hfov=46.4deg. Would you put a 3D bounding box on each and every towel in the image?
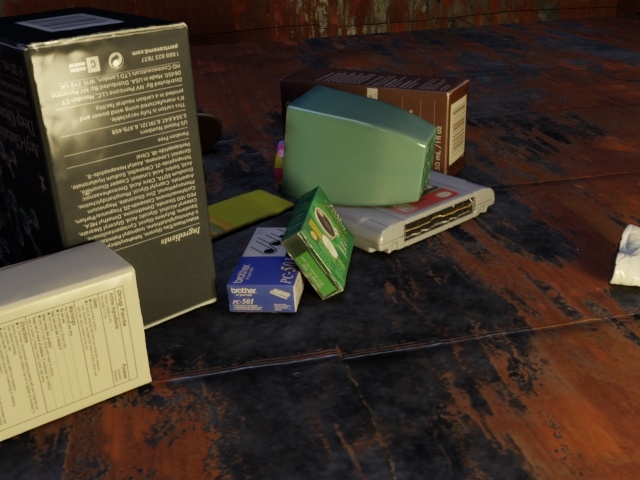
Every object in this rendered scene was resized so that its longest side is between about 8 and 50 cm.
[{"bbox_3d":[-0.165,-0.041,1.351,0.102,0.021,0.237,26,35,37],"label":"towel"}]

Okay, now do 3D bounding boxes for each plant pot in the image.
[{"bbox_3d":[0.073,-0.154,1.291,0.234,0.165,0.165,13,27,15],"label":"plant pot"}]

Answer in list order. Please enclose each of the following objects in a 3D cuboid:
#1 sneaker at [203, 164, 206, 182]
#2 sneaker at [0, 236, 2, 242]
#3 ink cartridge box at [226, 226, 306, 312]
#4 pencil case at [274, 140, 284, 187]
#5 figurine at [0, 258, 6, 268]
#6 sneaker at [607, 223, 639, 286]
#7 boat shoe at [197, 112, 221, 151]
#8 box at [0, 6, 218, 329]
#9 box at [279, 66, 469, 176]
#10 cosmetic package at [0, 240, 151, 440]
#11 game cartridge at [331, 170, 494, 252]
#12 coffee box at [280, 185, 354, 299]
[{"bbox_3d":[-0.286,-0.169,1.546,0.106,0.101,0.267,-14,27,-29],"label":"sneaker"},{"bbox_3d":[-0.523,-0.043,1.281,0.095,0.104,0.236,-23,30,-36],"label":"sneaker"},{"bbox_3d":[-0.068,0.039,1.125,0.097,0.046,0.207,0,24,8],"label":"ink cartridge box"},{"bbox_3d":[0.022,-0.151,1.481,0.236,0.104,0.104,2,25,10],"label":"pencil case"},{"bbox_3d":[-0.481,0.014,1.018,0.092,0.209,0.215,-22,30,-37],"label":"figurine"},{"bbox_3d":[0.468,0.027,1.108,0.061,0.053,0.152,17,35,18],"label":"sneaker"},{"bbox_3d":[-0.369,-0.239,1.702,0.285,0.104,0.089,-14,29,-22],"label":"boat shoe"},{"bbox_3d":[-0.323,-0.104,1.040,0.212,0.395,0.293,-22,30,-34],"label":"box"},{"bbox_3d":[0.111,-0.253,1.585,0.381,0.191,0.143,10,27,27],"label":"box"},{"bbox_3d":[-0.360,0.125,0.824,0.309,0.160,0.113,-18,28,-33],"label":"cosmetic package"},{"bbox_3d":[0.142,-0.063,1.329,0.294,0.060,0.196,-21,26,-36],"label":"game cartridge"},{"bbox_3d":[0.000,0.000,1.130,0.040,0.113,0.184,-29,18,20],"label":"coffee box"}]
